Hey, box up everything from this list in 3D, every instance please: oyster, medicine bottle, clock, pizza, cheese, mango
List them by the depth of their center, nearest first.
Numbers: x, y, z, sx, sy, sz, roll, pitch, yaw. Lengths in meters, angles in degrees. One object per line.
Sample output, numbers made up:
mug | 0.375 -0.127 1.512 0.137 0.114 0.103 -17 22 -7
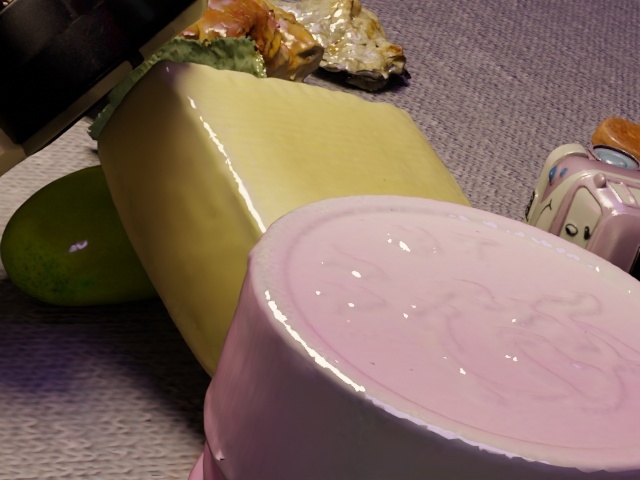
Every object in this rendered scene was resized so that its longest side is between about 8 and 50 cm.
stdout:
medicine bottle | 0.030 0.168 0.731 0.212 0.325 0.212 13 25 -6
clock | -0.237 -0.078 1.108 0.120 0.379 0.276 53 2 -8
cheese | 0.000 0.000 1.167 0.265 0.124 0.242 6 40 -46
mango | -0.161 -0.007 1.212 0.163 0.089 0.117 -6 43 -36
pizza | -0.169 -0.222 1.542 0.409 0.114 0.277 22 31 -22
oyster | 0.007 -0.227 1.757 0.191 0.081 0.163 2 35 -21

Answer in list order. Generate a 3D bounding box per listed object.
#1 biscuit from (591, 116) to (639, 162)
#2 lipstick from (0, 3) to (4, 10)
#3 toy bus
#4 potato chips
biscuit | 0.398 -0.011 1.575 0.324 0.049 0.205 43 29 26
lipstick | -0.369 -0.278 1.625 0.241 0.080 0.080 13 27 -8
toy bus | 0.276 0.010 1.386 0.202 0.142 0.142 13 26 -9
potato chips | -0.110 -0.100 1.338 0.167 0.228 0.059 43 61 10
